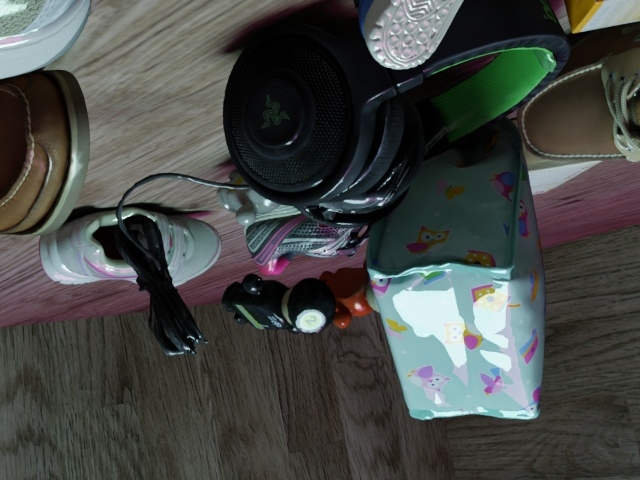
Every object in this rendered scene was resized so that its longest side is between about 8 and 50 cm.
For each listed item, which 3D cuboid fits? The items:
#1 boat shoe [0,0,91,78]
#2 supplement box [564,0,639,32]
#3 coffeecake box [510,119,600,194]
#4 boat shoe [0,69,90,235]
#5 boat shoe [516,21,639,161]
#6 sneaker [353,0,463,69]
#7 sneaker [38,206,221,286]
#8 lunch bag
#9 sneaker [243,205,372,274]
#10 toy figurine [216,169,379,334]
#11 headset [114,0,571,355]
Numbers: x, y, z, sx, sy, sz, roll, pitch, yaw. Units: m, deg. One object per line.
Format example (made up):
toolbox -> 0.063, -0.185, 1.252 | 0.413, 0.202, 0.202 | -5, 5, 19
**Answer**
boat shoe -> -0.244, -0.103, 0.335 | 0.321, 0.118, 0.103 | -12, 167, -23
supplement box -> 0.231, -0.183, 0.638 | 0.099, 0.036, 0.062 | -11, 173, -2
coffeecake box -> 0.252, -0.101, 1.142 | 0.143, 0.068, 0.185 | -10, 172, -9
boat shoe -> -0.276, -0.046, 0.673 | 0.105, 0.110, 0.307 | -5, 171, -40
boat shoe -> 0.277, -0.122, 0.701 | 0.116, 0.123, 0.324 | -31, -170, -36
sneaker -> 0.070, -0.171, 0.479 | 0.058, 0.084, 0.152 | 22, 121, -29
sneaker -> -0.229, 0.010, 1.173 | 0.252, 0.102, 0.111 | -5, 172, -40
lunch bag -> 0.142, 0.012, 0.897 | 0.160, 0.262, 0.223 | -4, 133, 16
sneaker -> 0.042, -0.034, 1.186 | 0.299, 0.111, 0.121 | -14, 172, 20
toy figurine -> 0.000, 0.000, 1.011 | 0.213, 0.209, 0.148 | -3, 180, -42
headset -> 0.016, -0.058, 0.712 | 0.394, 0.185, 0.243 | -24, 169, 10
